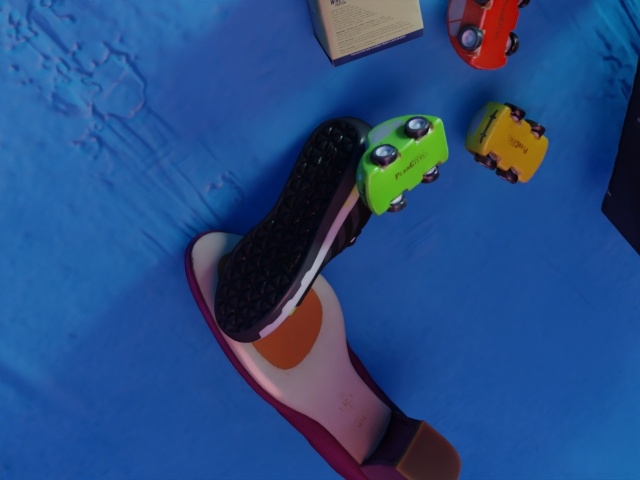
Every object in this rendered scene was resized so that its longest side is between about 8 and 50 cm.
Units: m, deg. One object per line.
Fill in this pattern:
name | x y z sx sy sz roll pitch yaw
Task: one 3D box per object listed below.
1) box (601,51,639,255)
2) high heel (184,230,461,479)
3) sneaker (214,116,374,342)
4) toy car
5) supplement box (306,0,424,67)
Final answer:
box | 0.442 -0.114 1.110 0.296 0.182 0.294 -23 145 -15
high heel | -0.029 0.131 1.244 0.127 0.181 0.377 -49 112 -22
sneaker | 0.000 0.000 1.112 0.234 0.084 0.097 -56 141 -3
toy car | 0.105 -0.108 1.080 0.225 0.053 0.239 -39 136 -24
supplement box | 0.033 -0.202 1.014 0.083 0.056 0.083 -21 132 -6
